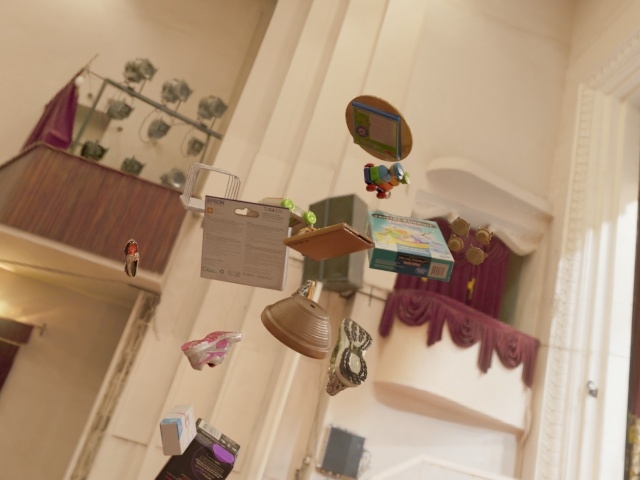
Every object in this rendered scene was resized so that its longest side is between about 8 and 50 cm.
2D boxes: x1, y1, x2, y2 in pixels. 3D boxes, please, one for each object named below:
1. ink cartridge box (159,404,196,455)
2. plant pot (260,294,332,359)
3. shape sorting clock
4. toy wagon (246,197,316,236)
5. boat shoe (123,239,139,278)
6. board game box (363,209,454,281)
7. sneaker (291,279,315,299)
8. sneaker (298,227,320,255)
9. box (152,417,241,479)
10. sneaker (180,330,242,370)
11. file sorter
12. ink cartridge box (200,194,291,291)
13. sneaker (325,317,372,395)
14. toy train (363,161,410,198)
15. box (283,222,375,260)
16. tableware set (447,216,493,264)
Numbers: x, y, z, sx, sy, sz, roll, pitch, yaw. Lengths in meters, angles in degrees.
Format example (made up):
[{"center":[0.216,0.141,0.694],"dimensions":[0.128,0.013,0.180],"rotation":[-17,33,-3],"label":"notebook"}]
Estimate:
[{"center":[-0.375,0.499,1.562],"dimensions":[0.052,0.088,0.122],"rotation":[-6,6,6],"label":"ink cartridge box"},{"center":[-0.051,0.239,1.754],"dimensions":[0.237,0.109,0.237],"rotation":[32,11,-7],"label":"plant pot"},{"center":[0.152,-0.290,1.535],"dimensions":[0.206,0.040,0.206],"rotation":[29,-34,22],"label":"shape sorting clock"},{"center":[-0.140,-0.063,2.444],"dimensions":[0.344,0.068,0.267],"rotation":[28,-37,-35],"label":"toy wagon"},{"center":[-0.639,0.063,2.000],"dimensions":[0.049,0.137,0.043],"rotation":[-10,34,-42],"label":"boat shoe"},{"center":[0.282,0.009,1.959],"dimensions":[0.254,0.336,0.079],"rotation":[10,-67,-4],"label":"board game box"},{"center":[-0.074,0.218,2.266],"dimensions":[0.083,0.215,0.084],"rotation":[13,-59,4],"label":"sneaker"},{"center":[0.000,0.000,1.997],"dimensions":[0.088,0.092,0.225],"rotation":[-23,-15,23],"label":"sneaker"},{"center":[-0.380,0.688,1.719],"dimensions":[0.165,0.270,0.143],"rotation":[37,2,-1],"label":"box"},{"center":[-0.390,0.402,2.160],"dimensions":[0.252,0.111,0.103],"rotation":[-16,6,-43],"label":"sneaker"},{"center":[-0.440,-0.205,2.357],"dimensions":[0.193,0.173,0.278],"rotation":[13,7,-20],"label":"file sorter"},{"center":[-0.275,0.006,2.190],"dimensions":[0.324,0.330,0.071],"rotation":[10,17,7],"label":"ink cartridge box"},{"center":[0.086,0.459,2.343],"dimensions":[0.158,0.410,0.182],"rotation":[41,-64,-9],"label":"sneaker"},{"center":[0.272,-0.217,2.195],"dimensions":[0.143,0.105,0.248],"rotation":[-13,-21,29],"label":"toy train"},{"center":[0.025,0.008,1.630],"dimensions":[0.201,0.021,0.164],"rotation":[-14,-26,32],"label":"box"},{"center":[0.527,0.001,2.099],"dimensions":[0.169,0.020,0.141],"rotation":[30,-57,20],"label":"tableware set"}]
